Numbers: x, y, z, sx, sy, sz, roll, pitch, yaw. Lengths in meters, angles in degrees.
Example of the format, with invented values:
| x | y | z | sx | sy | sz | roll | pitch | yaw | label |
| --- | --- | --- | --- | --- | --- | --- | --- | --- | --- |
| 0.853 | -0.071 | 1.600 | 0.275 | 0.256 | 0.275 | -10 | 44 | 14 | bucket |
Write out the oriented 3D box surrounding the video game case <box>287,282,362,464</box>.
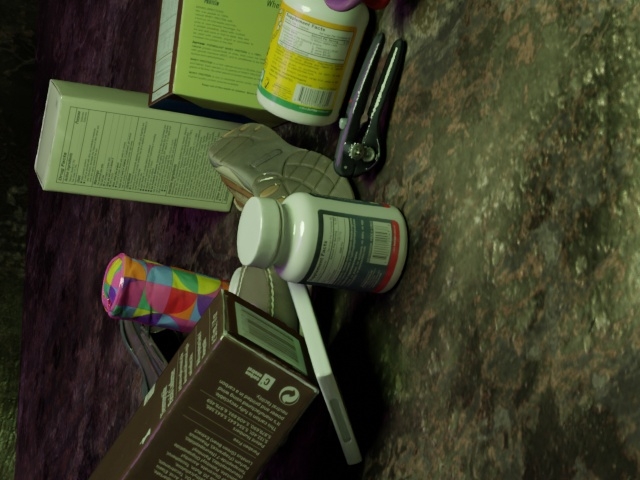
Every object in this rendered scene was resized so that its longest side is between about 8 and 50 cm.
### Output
| x | y | z | sx | sy | sz | roll | pitch | yaw | label |
| --- | --- | --- | --- | --- | --- | --- | --- | --- | --- |
| 0.002 | 0.146 | 1.556 | 0.190 | 0.022 | 0.173 | -108 | 0 | -47 | video game case |

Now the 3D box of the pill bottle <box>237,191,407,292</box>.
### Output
| x | y | z | sx | sy | sz | roll | pitch | yaw | label |
| --- | --- | --- | --- | --- | --- | --- | --- | --- | --- |
| 0.000 | 0.000 | 1.516 | 0.108 | 0.180 | 0.107 | -172 | 90 | -68 | pill bottle |

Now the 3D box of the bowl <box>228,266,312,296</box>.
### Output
| x | y | z | sx | sy | sz | roll | pitch | yaw | label |
| --- | --- | --- | --- | --- | --- | --- | --- | --- | --- |
| -0.080 | 0.079 | 1.815 | 0.170 | 0.080 | 0.170 | -173 | 90 | -67 | bowl |

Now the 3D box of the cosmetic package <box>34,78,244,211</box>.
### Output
| x | y | z | sx | sy | sz | roll | pitch | yaw | label |
| --- | --- | --- | --- | --- | --- | --- | --- | --- | --- |
| -0.286 | -0.150 | 2.081 | 0.113 | 0.310 | 0.160 | -131 | 53 | -61 | cosmetic package |

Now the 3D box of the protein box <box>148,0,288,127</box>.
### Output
| x | y | z | sx | sy | sz | roll | pitch | yaw | label |
| --- | --- | --- | --- | --- | --- | --- | --- | --- | --- |
| -0.130 | -0.285 | 1.894 | 0.136 | 0.200 | 0.201 | 172 | 104 | -67 | protein box |

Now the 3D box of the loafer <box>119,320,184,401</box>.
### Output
| x | y | z | sx | sy | sz | roll | pitch | yaw | label |
| --- | --- | --- | --- | --- | --- | --- | --- | --- | --- |
| -0.261 | 0.193 | 2.213 | 0.095 | 0.109 | 0.302 | -46 | 44 | 25 | loafer |

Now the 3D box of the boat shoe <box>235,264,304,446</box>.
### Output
| x | y | z | sx | sy | sz | roll | pitch | yaw | label |
| --- | --- | --- | --- | --- | --- | --- | --- | --- | --- |
| -0.090 | 0.149 | 1.708 | 0.116 | 0.097 | 0.324 | 46 | 138 | 45 | boat shoe |

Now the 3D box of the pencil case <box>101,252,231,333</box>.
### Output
| x | y | z | sx | sy | sz | roll | pitch | yaw | label |
| --- | --- | --- | --- | --- | --- | --- | --- | --- | --- |
| -0.206 | 0.092 | 1.928 | 0.104 | 0.236 | 0.104 | -47 | 34 | 45 | pencil case |

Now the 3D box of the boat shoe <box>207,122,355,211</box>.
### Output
| x | y | z | sx | sy | sz | roll | pitch | yaw | label |
| --- | --- | --- | --- | --- | --- | --- | --- | --- | --- |
| -0.039 | -0.053 | 1.747 | 0.324 | 0.123 | 0.116 | 45 | 158 | 52 | boat shoe |

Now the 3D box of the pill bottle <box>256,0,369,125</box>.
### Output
| x | y | z | sx | sy | sz | roll | pitch | yaw | label |
| --- | --- | --- | --- | --- | --- | --- | --- | --- | --- |
| -0.004 | -0.266 | 1.696 | 0.117 | 0.118 | 0.208 | -121 | 43 | -57 | pill bottle |

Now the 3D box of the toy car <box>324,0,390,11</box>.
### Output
| x | y | z | sx | sy | sz | roll | pitch | yaw | label |
| --- | --- | --- | --- | --- | --- | --- | --- | --- | --- |
| 0.045 | -0.335 | 1.529 | 0.159 | 0.182 | 0.136 | 52 | 136 | 41 | toy car |

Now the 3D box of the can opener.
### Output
| x | y | z | sx | sy | sz | roll | pitch | yaw | label |
| --- | --- | --- | --- | --- | --- | --- | --- | --- | --- |
| 0.056 | -0.164 | 1.594 | 0.073 | 0.059 | 0.186 | -133 | 54 | -63 | can opener |

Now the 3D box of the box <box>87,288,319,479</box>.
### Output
| x | y | z | sx | sy | sz | roll | pitch | yaw | label |
| --- | --- | --- | --- | --- | --- | --- | --- | --- | --- |
| -0.168 | 0.263 | 1.560 | 0.381 | 0.143 | 0.191 | -56 | 12 | 9 | box |
